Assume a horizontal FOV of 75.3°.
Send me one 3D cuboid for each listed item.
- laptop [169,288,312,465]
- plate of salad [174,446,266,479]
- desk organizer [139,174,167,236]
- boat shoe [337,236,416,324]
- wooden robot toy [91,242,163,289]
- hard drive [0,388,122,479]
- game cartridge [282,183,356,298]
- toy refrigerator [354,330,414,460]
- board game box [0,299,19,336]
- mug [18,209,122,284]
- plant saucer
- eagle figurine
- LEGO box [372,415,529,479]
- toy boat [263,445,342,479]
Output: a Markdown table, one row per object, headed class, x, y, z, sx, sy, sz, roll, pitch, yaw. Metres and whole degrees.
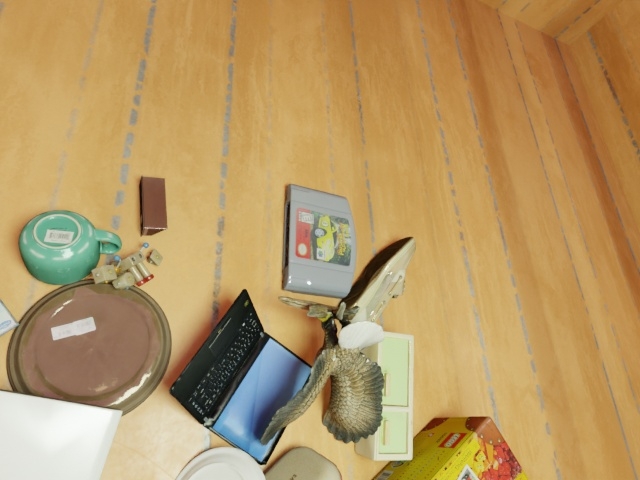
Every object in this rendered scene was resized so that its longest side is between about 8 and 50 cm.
| class | x | y | z | sx | sy | sz | roll | pitch | yaw |
| --- | --- | --- | --- | --- | --- | --- | --- | --- | --- |
| laptop | -0.135 | 0.278 | 0.838 | 0.136 | 0.264 | 0.234 | 17 | 53 | 23 |
| plate of salad | -0.184 | 0.477 | 0.736 | 0.199 | 0.048 | 0.200 | -8 | 52 | 10 |
| desk organizer | -0.375 | -0.076 | 0.930 | 0.050 | 0.047 | 0.130 | 1 | 68 | -30 |
| boat shoe | 0.169 | 0.111 | 1.095 | 0.098 | 0.109 | 0.302 | 49 | 62 | -12 |
| wooden robot toy | -0.398 | 0.064 | 0.840 | 0.076 | 0.079 | 0.173 | 67 | 17 | -9 |
| hard drive | -0.463 | 0.404 | 0.581 | 0.233 | 0.047 | 0.353 | 23 | 66 | -25 |
| game cartridge | 0.000 | 0.000 | 1.088 | 0.196 | 0.060 | 0.294 | 12 | 63 | -27 |
| toy refrigerator | 0.152 | 0.351 | 0.958 | 0.102 | 0.094 | 0.270 | 13 | 72 | -23 |
| board game box | -0.598 | 0.140 | 0.722 | 0.090 | 0.020 | 0.090 | -37 | 85 | -23 |
| mug | -0.486 | 0.000 | 0.797 | 0.129 | 0.097 | 0.158 | 42 | 52 | 5 |
| plant saucer | -0.425 | 0.201 | 0.784 | 0.277 | 0.041 | 0.278 | 10 | 64 | -22 |
| eagle figurine | 0.017 | 0.281 | 0.858 | 0.226 | 0.225 | 0.298 | 3 | 75 | 17 |
| LEGO box | 0.238 | 0.662 | 0.825 | 0.500 | 0.193 | 0.372 | -26 | 81 | -34 |
| toy boat | -0.055 | 0.526 | 0.786 | 0.231 | 0.151 | 0.151 | -32 | 114 | -34 |
